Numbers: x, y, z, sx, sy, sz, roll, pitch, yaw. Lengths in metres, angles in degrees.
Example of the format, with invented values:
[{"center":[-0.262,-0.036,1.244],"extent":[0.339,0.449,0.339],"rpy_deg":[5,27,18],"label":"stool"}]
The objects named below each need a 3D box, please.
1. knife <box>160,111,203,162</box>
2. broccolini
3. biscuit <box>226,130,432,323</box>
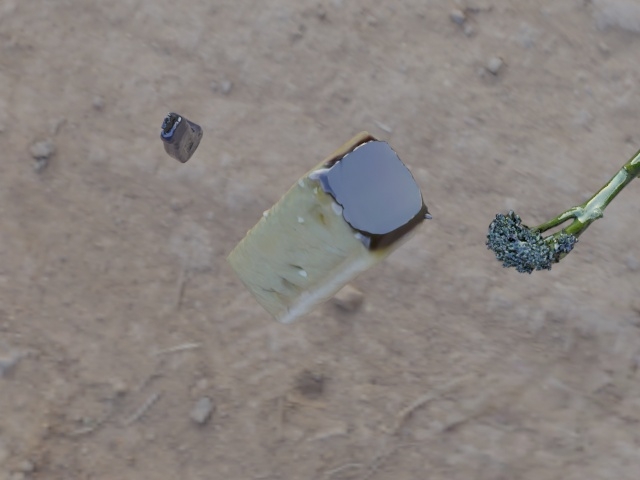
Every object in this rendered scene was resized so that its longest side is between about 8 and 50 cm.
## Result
[{"center":[-0.099,-0.075,0.988],"extent":[0.018,0.121,0.031],"rpy_deg":[28,86,0],"label":"knife"},{"center":[0.176,-0.030,0.926],"extent":[0.054,0.194,0.052],"rpy_deg":[34,141,23],"label":"broccolini"},{"center":[0.000,0.000,0.705],"extent":[0.052,0.188,0.056],"rpy_deg":[-40,90,-20],"label":"biscuit"}]
